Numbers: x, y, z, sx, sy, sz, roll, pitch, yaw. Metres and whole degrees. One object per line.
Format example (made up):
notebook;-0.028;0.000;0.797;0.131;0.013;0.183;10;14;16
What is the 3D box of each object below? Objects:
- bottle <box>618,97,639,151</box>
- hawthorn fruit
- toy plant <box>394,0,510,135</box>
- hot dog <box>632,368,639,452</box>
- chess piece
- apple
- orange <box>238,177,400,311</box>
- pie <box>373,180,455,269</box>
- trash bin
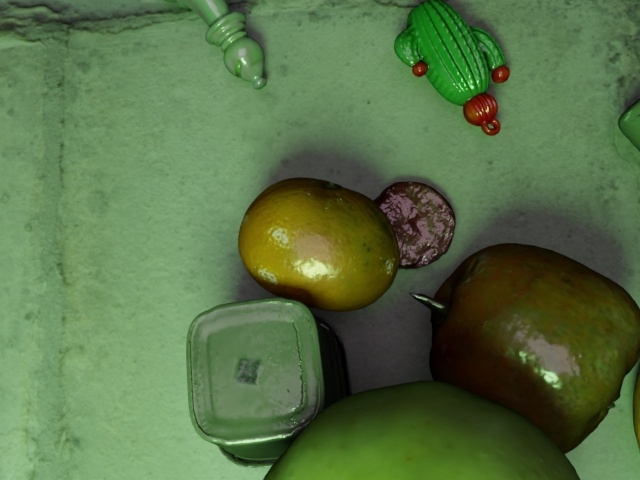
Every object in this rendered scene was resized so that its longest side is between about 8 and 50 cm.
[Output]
bottle;0.628;-0.111;0.910;0.168;0.168;0.347;-40;83;-5
hawthorn fruit;0.265;0.130;0.837;0.301;0.268;0.267;30;82;11
toy plant;0.234;-0.295;1.007;0.240;0.088;0.154;40;68;3
hot dog;0.540;0.237;0.874;0.194;0.107;0.326;27;72;-1
chess piece;-0.172;-0.376;1.037;0.139;0.139;0.271;-31;89;-3
apple;0.107;0.318;0.642;0.358;0.357;0.357;-1;78;3
orange;0.000;0.000;0.885;0.240;0.240;0.171;20;105;7
pie;0.141;-0.025;0.980;0.155;0.036;0.154;-1;78;3
trash bin;-0.071;0.197;0.840;0.220;0.250;0.219;-9;70;1
